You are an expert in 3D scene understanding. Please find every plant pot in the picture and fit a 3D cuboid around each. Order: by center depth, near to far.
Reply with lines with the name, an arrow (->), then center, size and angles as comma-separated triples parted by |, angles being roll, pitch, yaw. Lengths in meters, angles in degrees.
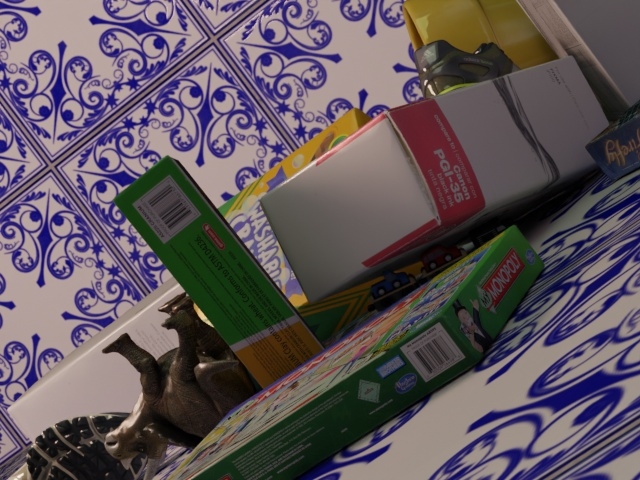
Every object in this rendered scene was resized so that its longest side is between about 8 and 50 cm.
plant pot -> 0.255, -0.220, 2.159 | 0.239, 0.254, 0.254 | -21, 4, 2

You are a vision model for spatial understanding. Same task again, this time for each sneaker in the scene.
sneaker -> 0.213, -0.158, 1.933 | 0.111, 0.121, 0.300 | -34, -25, 28
sneaker -> -0.282, 0.259, 1.997 | 0.283, 0.110, 0.122 | -35, 0, 34

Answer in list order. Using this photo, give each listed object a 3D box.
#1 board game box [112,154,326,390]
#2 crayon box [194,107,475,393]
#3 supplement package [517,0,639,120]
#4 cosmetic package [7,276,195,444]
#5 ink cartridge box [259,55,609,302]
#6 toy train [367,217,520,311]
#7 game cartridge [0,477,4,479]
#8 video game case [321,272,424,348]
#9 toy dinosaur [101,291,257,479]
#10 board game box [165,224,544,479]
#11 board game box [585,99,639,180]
board game box -> -0.090, 0.033, 1.648 | 0.064, 0.242, 0.316 | -38, 3, -2
crayon box -> 0.000, 0.000, 1.897 | 0.323, 0.083, 0.203 | -35, 47, 23
supplement package -> 0.352, -0.267, 1.913 | 0.199, 0.198, 0.262 | -37, 3, 3
cosmetic package -> -0.201, 0.150, 2.283 | 0.385, 0.156, 0.217 | -34, 6, 28
ink cartridge box -> 0.118, -0.061, 1.652 | 0.283, 0.117, 0.207 | -19, -10, -43
toy train -> 0.110, 0.022, 1.597 | 0.158, 0.036, 0.027 | -28, 7, 5
game cartridge -> -0.388, 0.275, 1.823 | 0.068, 0.230, 0.355 | -63, 14, -22
video game case -> 0.045, 0.089, 1.694 | 0.143, 0.019, 0.157 | -36, 4, 17
toy dinosaur -> -0.114, 0.139, 1.685 | 0.121, 0.160, 0.313 | -38, 10, -34
board game box -> 0.016, 0.116, 1.350 | 0.317, 0.046, 0.213 | -35, 4, 26
board game box -> 0.352, -0.142, 1.485 | 0.165, 0.042, 0.243 | -38, 3, -28
